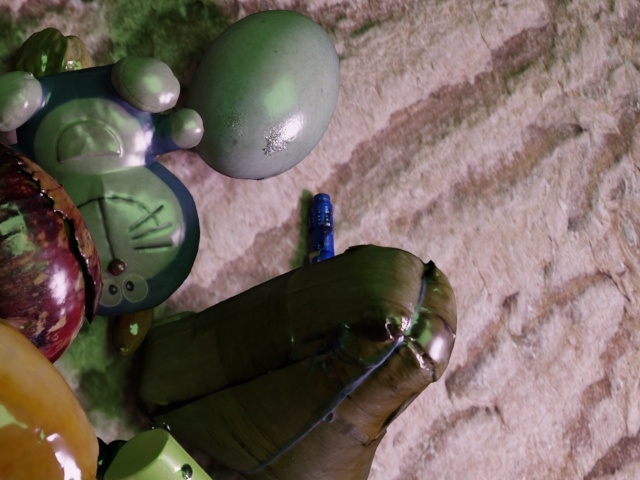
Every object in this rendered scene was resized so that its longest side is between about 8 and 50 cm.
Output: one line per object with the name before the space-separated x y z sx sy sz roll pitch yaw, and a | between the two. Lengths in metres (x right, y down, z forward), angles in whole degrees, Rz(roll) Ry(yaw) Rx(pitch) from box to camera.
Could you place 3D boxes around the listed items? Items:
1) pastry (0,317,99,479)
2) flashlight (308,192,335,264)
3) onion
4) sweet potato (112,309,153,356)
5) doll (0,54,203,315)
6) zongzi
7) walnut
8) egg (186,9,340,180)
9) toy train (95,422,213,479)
pastry | -0.368 0.236 1.269 0.410 0.245 0.409 -4 100 -27
flashlight | 0.000 0.000 1.946 0.057 0.035 0.121 45 38 -61
onion | -0.307 0.013 1.444 0.190 0.246 0.246 -38 105 -31
sweet potato | -0.209 0.029 1.695 0.055 0.058 0.202 84 6 -76
doll | -0.224 -0.050 1.588 0.228 0.154 0.258 -11 91 -7
zongzi | 0.047 0.185 1.691 0.393 0.356 0.174 46 37 -28
walnut | -0.285 -0.180 1.666 0.092 0.092 0.092 19 62 -42
egg | -0.066 -0.170 1.831 0.169 0.169 0.236 46 51 -26
toy train | -0.137 0.286 1.596 0.253 0.157 0.105 50 46 -22
